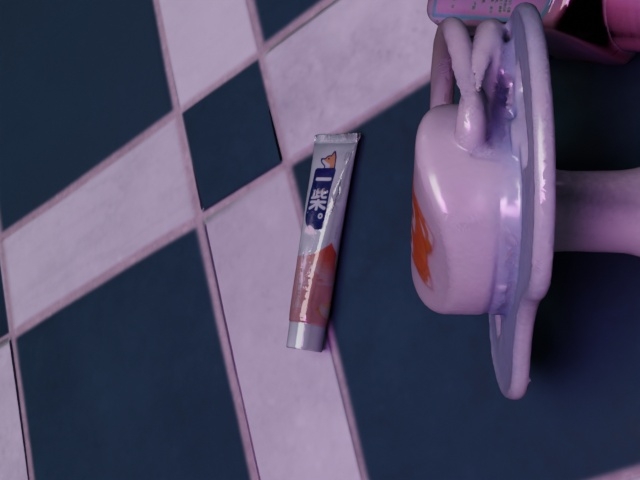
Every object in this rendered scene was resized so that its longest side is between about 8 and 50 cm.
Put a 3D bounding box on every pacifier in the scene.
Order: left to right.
[{"bbox_3d":[0.180,-0.030,0.724,0.233,0.299,0.244,4,55,5],"label":"pacifier"}]

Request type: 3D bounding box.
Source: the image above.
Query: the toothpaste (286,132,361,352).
[{"bbox_3d":[0.000,0.000,0.971,0.056,0.036,0.205,4,83,41],"label":"toothpaste"}]

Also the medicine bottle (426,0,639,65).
[{"bbox_3d":[0.187,-0.185,0.772,0.188,0.119,0.094,16,93,42],"label":"medicine bottle"}]
